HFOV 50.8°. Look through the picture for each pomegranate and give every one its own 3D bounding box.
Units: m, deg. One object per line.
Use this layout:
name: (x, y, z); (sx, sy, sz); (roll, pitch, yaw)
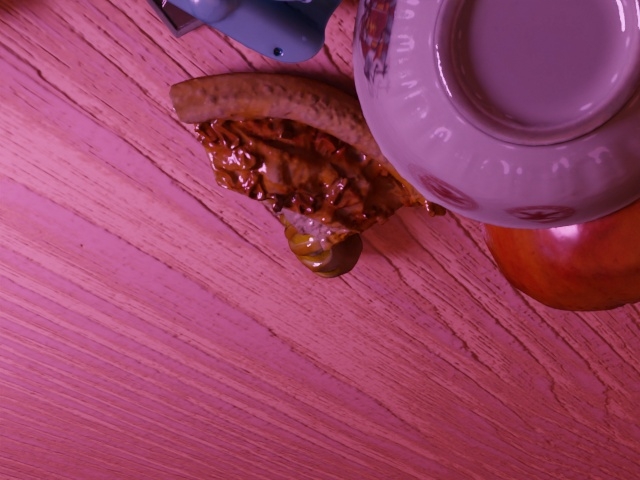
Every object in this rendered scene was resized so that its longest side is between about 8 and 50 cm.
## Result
pomegranate: (0.300, -0.059, 0.747); (0.229, 0.270, 0.252); (-14, 178, -27)

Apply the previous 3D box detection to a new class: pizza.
pizza: (-0.007, -0.087, 0.779); (0.365, 0.074, 0.182); (25, 109, -23)

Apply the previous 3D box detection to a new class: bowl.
bowl: (0.173, -0.158, 0.542); (0.337, 0.157, 0.337); (4, 103, 15)

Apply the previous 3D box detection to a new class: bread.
bread: (0.000, 0.000, 0.895); (0.083, 0.094, 0.157); (-25, 143, 18)

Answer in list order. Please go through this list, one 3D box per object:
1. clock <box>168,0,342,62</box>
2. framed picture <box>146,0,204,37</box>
clock: (-0.029, -0.291, 0.530); (0.224, 0.094, 0.274); (22, 134, -30)
framed picture: (-0.094, -0.287, 0.614); (0.203, 0.015, 0.150); (-21, 136, 19)
